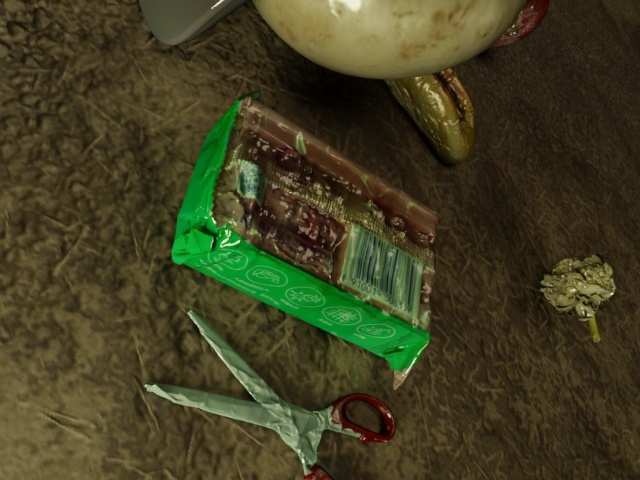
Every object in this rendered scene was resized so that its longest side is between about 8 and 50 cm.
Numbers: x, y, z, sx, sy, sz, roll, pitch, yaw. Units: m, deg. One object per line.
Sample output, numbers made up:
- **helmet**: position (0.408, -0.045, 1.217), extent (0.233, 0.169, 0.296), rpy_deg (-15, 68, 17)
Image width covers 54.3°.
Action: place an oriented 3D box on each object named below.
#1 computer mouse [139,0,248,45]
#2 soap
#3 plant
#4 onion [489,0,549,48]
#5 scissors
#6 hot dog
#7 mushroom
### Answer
- **computer mouse**: position (-0.091, -0.286, 0.614), extent (0.057, 0.232, 0.120), rpy_deg (9, 58, -67)
- **soap**: position (0.002, -0.001, 0.624), extent (0.273, 0.098, 0.217), rpy_deg (28, 52, -26)
- **plant**: position (0.384, 0.082, 0.901), extent (0.116, 0.105, 0.121), rpy_deg (-27, 92, -55)
- **onion**: position (0.307, -0.429, 1.072), extent (0.160, 0.159, 0.194), rpy_deg (28, 49, -26)
- **scissors**: position (-0.036, 0.160, 0.565), extent (0.248, 0.017, 0.144), rpy_deg (37, 48, -17)
- **hot dog**: position (0.148, -0.221, 0.884), extent (0.242, 0.073, 0.084), rpy_deg (53, 50, -4)
- **mushroom**: position (0.082, -0.366, 0.718), extent (0.363, 0.294, 0.362), rpy_deg (4, 57, -6)
